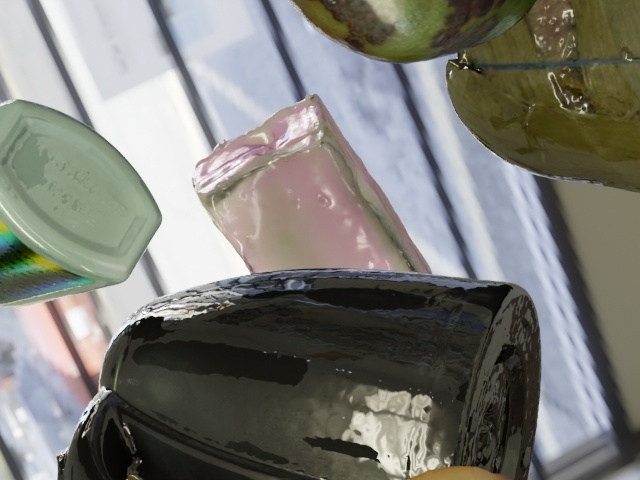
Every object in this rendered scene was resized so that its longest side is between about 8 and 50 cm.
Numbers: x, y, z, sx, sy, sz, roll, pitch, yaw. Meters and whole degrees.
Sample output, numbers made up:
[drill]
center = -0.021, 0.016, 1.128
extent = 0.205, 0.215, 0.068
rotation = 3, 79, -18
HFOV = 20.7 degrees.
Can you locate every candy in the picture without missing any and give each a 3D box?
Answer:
[candy]
center = 0.000, 0.000, 1.773
extent = 0.265, 0.155, 0.116
rotation = 55, -167, -31

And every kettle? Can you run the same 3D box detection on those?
[kettle]
center = -0.025, 0.126, 1.153
extent = 0.268, 0.290, 0.207
rotation = -54, -32, -54

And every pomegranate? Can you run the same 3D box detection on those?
[pomegranate]
center = 0.055, -0.154, 0.773
extent = 0.148, 0.169, 0.148
rotation = 45, -143, -48

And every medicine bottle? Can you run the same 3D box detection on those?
[medicine bottle]
center = -0.201, -0.014, 1.081
extent = 0.121, 0.083, 0.229
rotation = 39, 152, -23

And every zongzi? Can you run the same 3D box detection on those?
[zongzi]
center = 0.269, -0.043, 1.153
extent = 0.174, 0.356, 0.393
rotation = 19, -120, -58

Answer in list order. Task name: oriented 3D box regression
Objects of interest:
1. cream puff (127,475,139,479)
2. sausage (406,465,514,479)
[cream puff]
center = -0.212, 0.303, 2.055
extent = 0.156, 0.156, 0.121
rotation = 59, 178, 21
[sausage]
center = 0.061, 0.151, 0.704
extent = 0.071, 0.071, 0.234
rotation = 58, 175, 22
